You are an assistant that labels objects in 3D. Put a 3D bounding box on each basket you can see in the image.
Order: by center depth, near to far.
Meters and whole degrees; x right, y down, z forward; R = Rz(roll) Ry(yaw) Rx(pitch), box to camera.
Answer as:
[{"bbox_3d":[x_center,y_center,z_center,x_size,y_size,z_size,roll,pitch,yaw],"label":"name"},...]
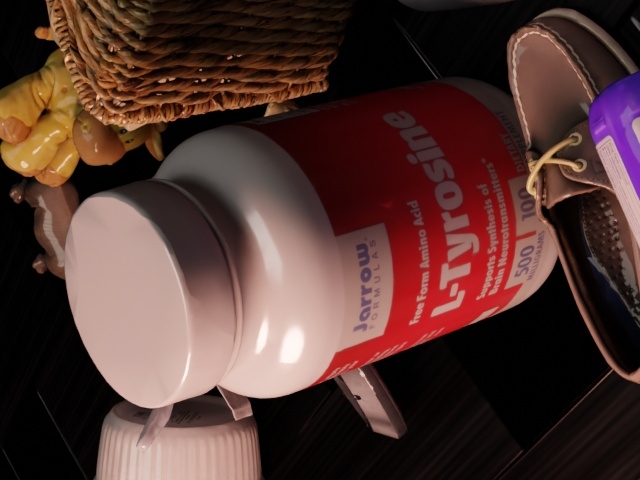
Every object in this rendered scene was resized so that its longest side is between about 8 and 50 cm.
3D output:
[{"bbox_3d":[-0.121,-0.267,1.315,0.213,0.299,0.223,49,135,28],"label":"basket"}]

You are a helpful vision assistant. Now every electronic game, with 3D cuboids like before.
[{"bbox_3d":[0.019,0.103,1.404,0.229,0.048,0.229,55,174,8],"label":"electronic game"}]

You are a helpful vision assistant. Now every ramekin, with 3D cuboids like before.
[{"bbox_3d":[-0.168,0.254,1.646,0.207,0.207,0.109,11,102,48],"label":"ramekin"}]

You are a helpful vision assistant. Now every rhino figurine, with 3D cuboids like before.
[{"bbox_3d":[-0.341,0.019,1.866,0.106,0.073,0.243,-25,85,54],"label":"rhino figurine"}]

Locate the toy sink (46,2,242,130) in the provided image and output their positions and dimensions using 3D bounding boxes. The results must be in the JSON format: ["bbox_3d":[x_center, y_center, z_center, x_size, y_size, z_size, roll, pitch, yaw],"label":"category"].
[{"bbox_3d":[-0.212,-0.260,1.524,0.234,0.153,0.131,49,156,25],"label":"toy sink"}]

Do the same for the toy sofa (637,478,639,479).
[{"bbox_3d":[0.298,0.382,1.150,0.150,0.177,0.362,20,117,45],"label":"toy sofa"}]

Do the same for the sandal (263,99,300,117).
[{"bbox_3d":[-0.046,-0.110,1.455,0.240,0.088,0.079,-2,104,56],"label":"sandal"}]

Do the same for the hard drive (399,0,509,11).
[{"bbox_3d":[0.147,-0.291,1.183,0.255,0.054,0.172,-3,100,51],"label":"hard drive"}]

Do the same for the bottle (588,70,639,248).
[{"bbox_3d":[0.305,0.001,1.042,0.092,0.118,0.283,128,121,-72],"label":"bottle"}]

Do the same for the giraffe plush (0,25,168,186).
[{"bbox_3d":[-0.275,-0.152,1.683,0.170,0.181,0.210,26,88,31],"label":"giraffe plush"}]

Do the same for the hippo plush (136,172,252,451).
[{"bbox_3d":[-0.144,0.079,1.593,0.236,0.234,0.294,122,130,-74],"label":"hippo plush"}]

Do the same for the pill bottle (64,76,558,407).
[{"bbox_3d":[0.000,0.000,1.182,0.229,0.408,0.229,21,119,44],"label":"pill bottle"}]

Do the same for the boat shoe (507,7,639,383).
[{"bbox_3d":[0.229,-0.040,1.141,0.116,0.097,0.324,-29,81,51],"label":"boat shoe"}]
